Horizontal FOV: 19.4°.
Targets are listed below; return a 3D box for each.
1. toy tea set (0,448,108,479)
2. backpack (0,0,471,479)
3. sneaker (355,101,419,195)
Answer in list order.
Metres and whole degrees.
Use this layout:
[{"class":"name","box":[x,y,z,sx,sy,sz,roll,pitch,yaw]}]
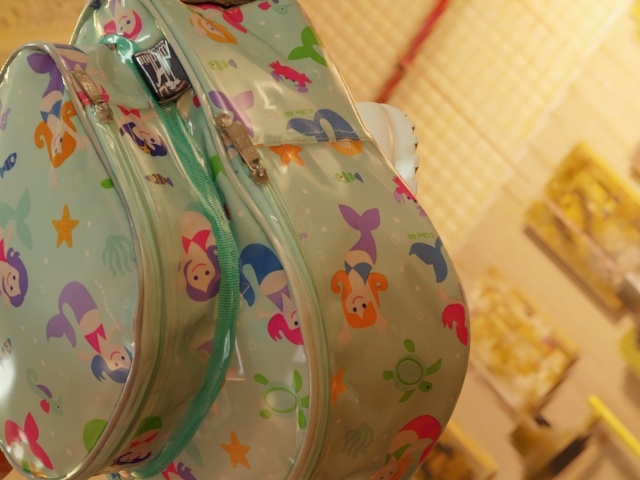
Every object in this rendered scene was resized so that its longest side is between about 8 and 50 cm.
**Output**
[{"class":"toy tea set","box":[-0.257,0.179,1.309,0.200,0.336,0.124,-61,-16,7]},{"class":"backpack","box":[-0.058,0.023,0.881,0.191,0.253,0.225,-15,-30,-43]},{"class":"sneaker","box":[0.000,0.000,1.083,0.095,0.235,0.090,12,-44,-5]}]
